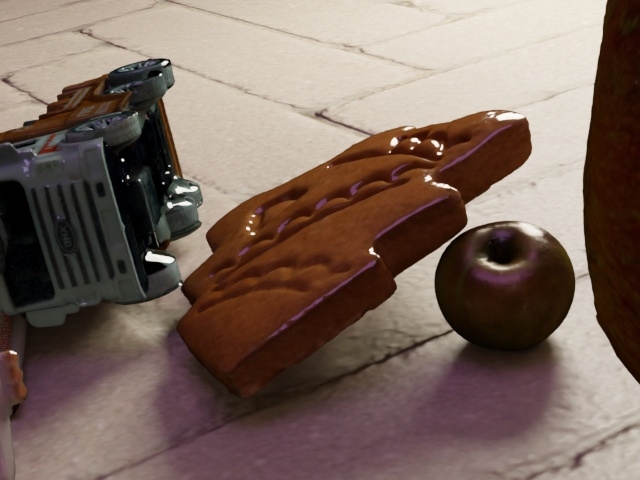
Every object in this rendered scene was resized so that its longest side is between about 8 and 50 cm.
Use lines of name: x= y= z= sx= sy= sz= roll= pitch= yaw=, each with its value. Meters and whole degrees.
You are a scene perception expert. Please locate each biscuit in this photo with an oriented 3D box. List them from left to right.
biscuit: x=0.000 y=0.000 z=0.880 sx=0.283 sy=0.043 sz=0.306 roll=-19 pitch=22 yaw=31

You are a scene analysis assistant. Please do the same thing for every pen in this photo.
pen: x=-0.220 y=0.064 z=0.920 sx=0.026 sy=0.026 sz=0.218 roll=-11 pitch=22 yaw=-6

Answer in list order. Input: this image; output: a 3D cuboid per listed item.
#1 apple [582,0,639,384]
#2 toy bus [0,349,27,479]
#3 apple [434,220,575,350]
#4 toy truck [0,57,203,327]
apple: x=0.306 y=-0.056 z=0.601 sx=0.374 sy=0.374 sz=0.384 roll=3 pitch=31 yaw=25
toy bus: x=-0.275 y=0.104 z=0.573 sx=0.179 sy=0.143 sz=0.305 roll=-8 pitch=-13 yaw=-45
apple: x=0.117 y=0.030 z=0.821 sx=0.089 sy=0.075 sz=0.089 roll=-7 pitch=25 yaw=3
toy truck: x=-0.199 y=-0.035 z=0.981 sx=0.184 sy=0.133 sz=0.338 roll=-12 pitch=17 yaw=4
